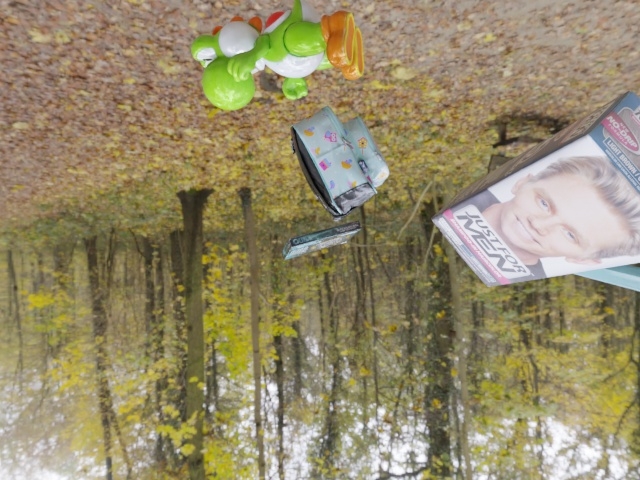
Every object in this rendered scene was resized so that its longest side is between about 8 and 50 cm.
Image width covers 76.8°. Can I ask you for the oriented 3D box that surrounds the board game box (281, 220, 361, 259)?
[{"bbox_3d":[0.000,0.000,1.028,0.186,0.026,0.126,-15,167,-18],"label":"board game box"}]

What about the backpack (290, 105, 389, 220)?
[{"bbox_3d":[0.031,-0.148,0.733,0.145,0.188,0.166,-36,179,3],"label":"backpack"}]

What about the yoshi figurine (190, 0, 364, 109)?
[{"bbox_3d":[-0.102,-0.358,0.846,0.363,0.202,0.203,3,140,17],"label":"yoshi figurine"}]

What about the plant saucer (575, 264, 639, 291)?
[{"bbox_3d":[0.518,0.060,0.704,0.192,0.018,0.067,18,162,43],"label":"plant saucer"}]

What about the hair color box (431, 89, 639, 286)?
[{"bbox_3d":[0.333,-0.042,0.606,0.105,0.173,0.347,-40,179,-19],"label":"hair color box"}]
